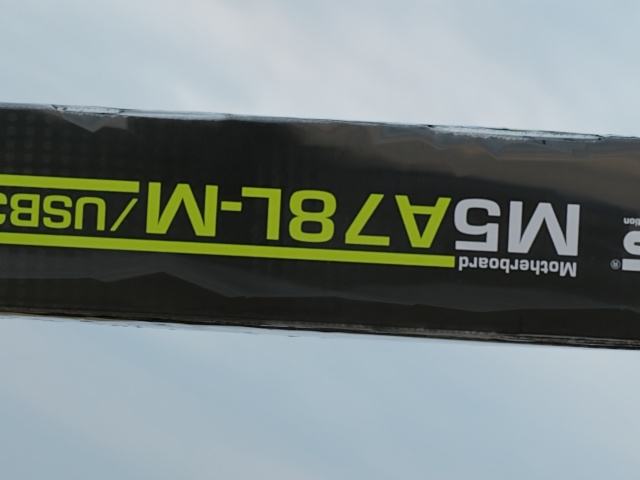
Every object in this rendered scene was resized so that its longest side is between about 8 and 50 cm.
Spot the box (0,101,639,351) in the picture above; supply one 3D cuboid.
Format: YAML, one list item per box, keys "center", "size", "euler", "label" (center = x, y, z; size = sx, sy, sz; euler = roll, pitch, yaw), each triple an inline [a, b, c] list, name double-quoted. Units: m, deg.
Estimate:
- center: [0.000, 0.000, 0.428]
  size: [0.184, 0.045, 0.191]
  euler: [5, -2, 0]
  label: "box"
